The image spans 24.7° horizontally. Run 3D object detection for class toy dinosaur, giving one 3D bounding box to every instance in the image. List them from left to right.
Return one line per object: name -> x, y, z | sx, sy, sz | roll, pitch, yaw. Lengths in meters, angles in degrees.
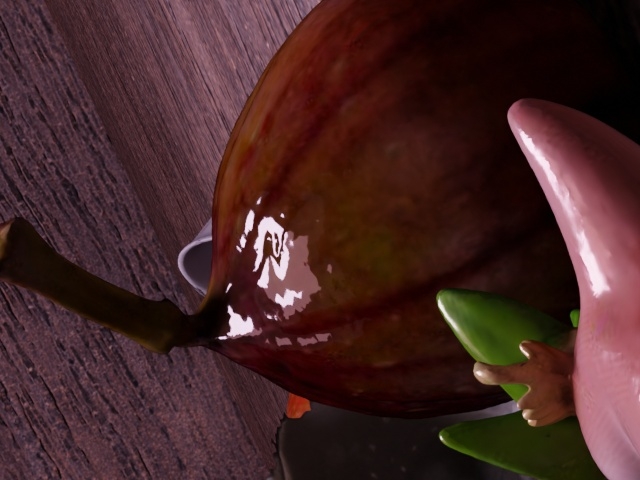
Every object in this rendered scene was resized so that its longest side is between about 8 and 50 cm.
toy dinosaur -> 0.103, 0.041, 0.436 | 0.177, 0.152, 0.194 | 50, -155, -68

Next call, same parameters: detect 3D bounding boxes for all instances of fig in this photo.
fig -> 0.018, 0.005, 0.611 | 0.186, 0.249, 0.204 | 53, 171, -2

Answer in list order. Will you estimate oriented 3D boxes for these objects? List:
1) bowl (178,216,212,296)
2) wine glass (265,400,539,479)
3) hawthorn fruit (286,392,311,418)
bowl -> 0.000, 0.000, 1.039 | 0.189, 0.189, 0.086 | 93, -171, -69
wine glass -> 0.095, 0.212, 0.796 | 0.238, 0.238, 0.323 | 49, 159, 54
hawthorn fruit -> 0.071, 0.130, 1.036 | 0.165, 0.165, 0.285 | 61, -170, 15
